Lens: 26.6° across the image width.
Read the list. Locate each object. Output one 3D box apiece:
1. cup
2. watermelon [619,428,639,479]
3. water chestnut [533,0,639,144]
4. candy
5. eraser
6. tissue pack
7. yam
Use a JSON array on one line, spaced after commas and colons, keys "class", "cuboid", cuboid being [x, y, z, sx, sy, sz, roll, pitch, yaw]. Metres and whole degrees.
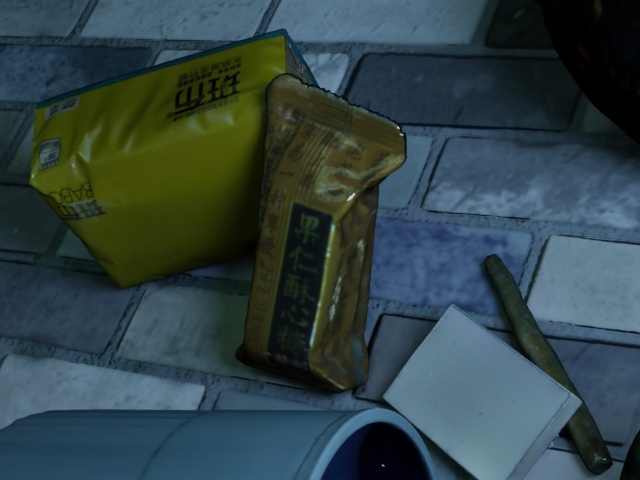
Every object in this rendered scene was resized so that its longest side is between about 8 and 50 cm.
[{"class": "cup", "cuboid": [-0.088, 0.282, 1.022, 0.311, 0.331, 0.257, -1, 23, 28]}, {"class": "watermelon", "cuboid": [0.300, 0.183, 0.889, 0.212, 0.212, 0.212, -14, 52, 18]}, {"class": "water chestnut", "cuboid": [0.351, -0.225, 1.120, 0.350, 0.302, 0.350, 1, 96, 14]}, {"class": "candy", "cuboid": [0.000, 0.000, 1.163, 0.143, 0.271, 0.101, 18, 23, 26]}, {"class": "eraser", "cuboid": [0.130, 0.132, 1.115, 0.104, 0.023, 0.150, -53, 47, 1]}, {"class": "tissue pack", "cuboid": [-0.116, -0.070, 1.295, 0.271, 0.192, 0.134, -15, 50, 18]}, {"class": "yam", "cuboid": [0.182, 0.097, 1.130, 0.029, 0.027, 0.234, -52, 41, 28]}]
